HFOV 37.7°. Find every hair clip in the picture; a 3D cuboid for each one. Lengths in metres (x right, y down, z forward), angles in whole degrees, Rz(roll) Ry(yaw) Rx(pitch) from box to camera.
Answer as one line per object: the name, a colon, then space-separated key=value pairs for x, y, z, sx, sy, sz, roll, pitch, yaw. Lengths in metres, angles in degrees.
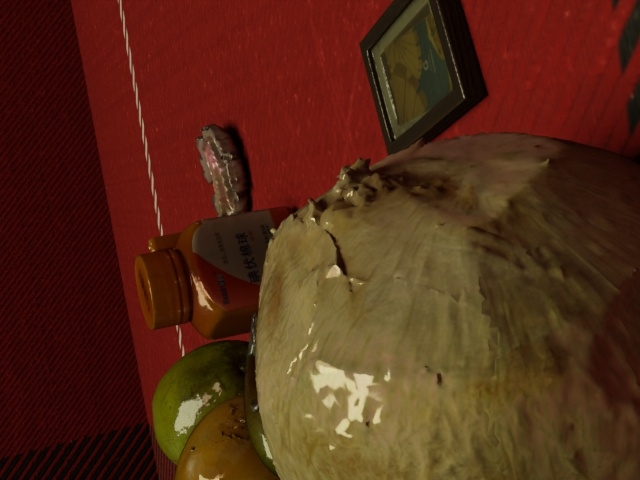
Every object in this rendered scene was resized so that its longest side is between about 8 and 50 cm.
hair clip: x=-0.151 y=-0.043 z=1.495 sx=0.173 sy=0.069 sz=0.300 roll=128 pitch=138 yaw=-63

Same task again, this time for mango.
mango: x=-0.031 y=0.194 z=1.183 sx=0.267 sy=0.133 sz=0.111 roll=-100 pitch=27 yaw=-60

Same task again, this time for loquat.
loquat: x=-0.085 y=0.324 z=1.280 sx=0.235 sy=0.235 sz=0.234 roll=169 pitch=90 yaw=-70

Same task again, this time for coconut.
coconut: x=0.100 y=0.064 z=0.575 sx=0.297 sy=0.297 sz=0.254 roll=-143 pitch=44 yaw=-62

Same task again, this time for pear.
pear: x=-0.159 y=0.266 z=1.482 sx=0.269 sy=0.213 sz=0.212 roll=-53 pitch=50 yaw=44

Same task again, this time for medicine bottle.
medicine bottle: x=-0.128 y=0.050 z=1.261 sx=0.112 sy=0.222 sz=0.149 roll=119 pitch=137 yaw=-60

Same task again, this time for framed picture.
framed picture: x=0.088 y=-0.159 z=0.861 sx=0.168 sy=0.023 sz=0.127 roll=143 pitch=114 yaw=-68

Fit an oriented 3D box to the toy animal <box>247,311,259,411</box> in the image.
toy animal: x=0.000 y=0.108 z=1.047 sx=0.272 sy=0.160 sz=0.197 roll=108 pitch=160 yaw=-65
